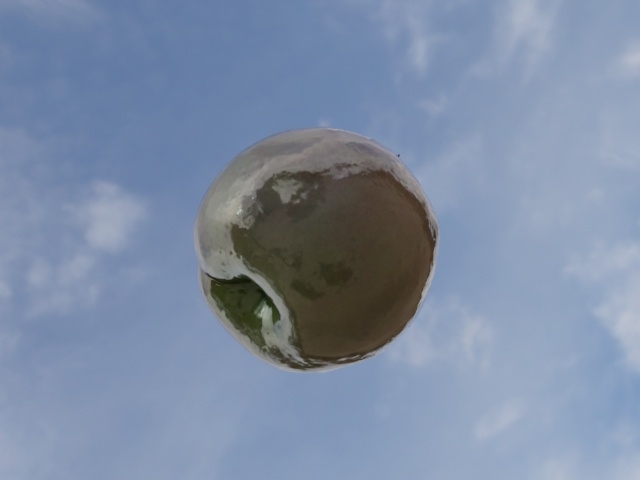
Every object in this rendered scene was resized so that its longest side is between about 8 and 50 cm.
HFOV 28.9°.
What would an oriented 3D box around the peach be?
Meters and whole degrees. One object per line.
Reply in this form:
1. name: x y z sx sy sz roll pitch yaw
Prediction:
1. peach: 0.000 0.002 0.414 0.083 0.083 0.083 -20 -52 -28
